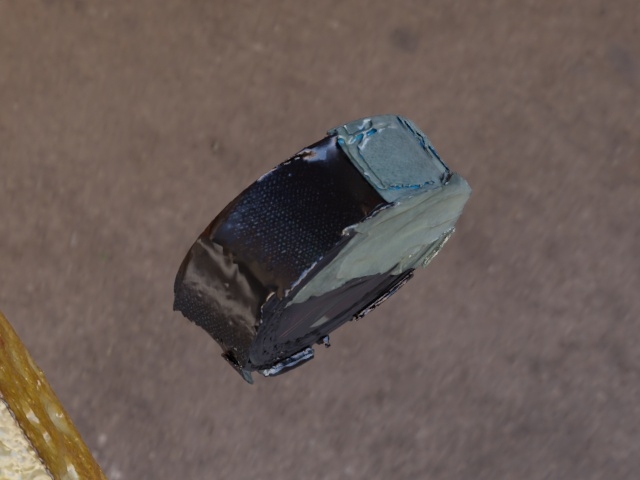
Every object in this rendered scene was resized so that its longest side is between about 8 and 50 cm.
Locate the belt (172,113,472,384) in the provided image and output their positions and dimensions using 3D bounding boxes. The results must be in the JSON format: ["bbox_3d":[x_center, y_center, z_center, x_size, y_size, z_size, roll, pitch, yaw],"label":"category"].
[{"bbox_3d":[0.000,0.000,0.845,0.140,0.105,0.058,-34,69,-22],"label":"belt"}]

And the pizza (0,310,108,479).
[{"bbox_3d":[-0.113,0.075,0.715,0.036,0.099,0.160,-32,94,2],"label":"pizza"}]
